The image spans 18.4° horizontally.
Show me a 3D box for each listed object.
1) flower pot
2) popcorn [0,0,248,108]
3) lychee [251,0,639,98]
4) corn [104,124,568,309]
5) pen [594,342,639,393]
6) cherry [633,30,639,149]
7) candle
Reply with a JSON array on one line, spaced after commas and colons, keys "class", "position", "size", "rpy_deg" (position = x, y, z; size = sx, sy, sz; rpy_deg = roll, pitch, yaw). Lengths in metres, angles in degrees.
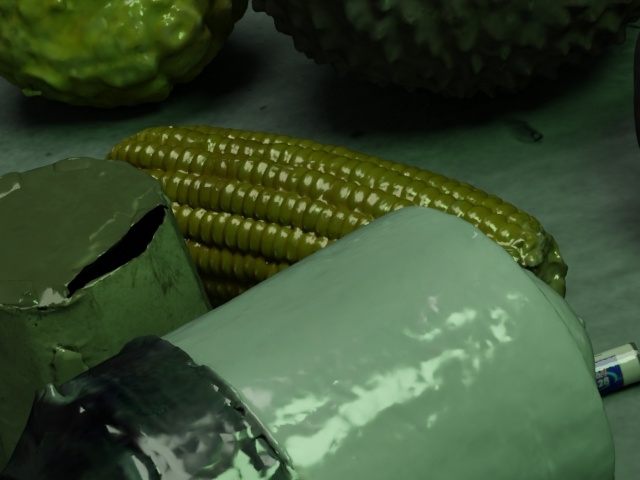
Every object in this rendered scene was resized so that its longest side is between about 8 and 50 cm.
[{"class": "flower pot", "position": [-0.133, 0.075, 1.166], "size": [0.212, 0.202, 0.212], "rpy_deg": [-8, 36, 6]}, {"class": "popcorn", "position": [-0.186, -0.216, 1.638], "size": [0.237, 0.206, 0.251], "rpy_deg": [-48, 26, -20]}, {"class": "lychee", "position": [0.105, -0.299, 1.491], "size": [0.380, 0.380, 0.432], "rpy_deg": [-8, 14, 9]}, {"class": "corn", "position": [0.000, 0.000, 1.296], "size": [0.344, 0.131, 0.131], "rpy_deg": [12, 40, 32]}, {"class": "pen", "position": [0.099, 0.104, 1.191], "size": [0.204, 0.025, 0.025], "rpy_deg": [-18, 32, -7]}, {"class": "cherry", "position": [0.306, -0.108, 1.295], "size": [0.213, 0.183, 0.266], "rpy_deg": [-15, 49, 40]}, {"class": "candle", "position": [0.019, 0.109, 1.033], "size": [0.342, 0.221, 0.221], "rpy_deg": [-30, 36, -25]}]
